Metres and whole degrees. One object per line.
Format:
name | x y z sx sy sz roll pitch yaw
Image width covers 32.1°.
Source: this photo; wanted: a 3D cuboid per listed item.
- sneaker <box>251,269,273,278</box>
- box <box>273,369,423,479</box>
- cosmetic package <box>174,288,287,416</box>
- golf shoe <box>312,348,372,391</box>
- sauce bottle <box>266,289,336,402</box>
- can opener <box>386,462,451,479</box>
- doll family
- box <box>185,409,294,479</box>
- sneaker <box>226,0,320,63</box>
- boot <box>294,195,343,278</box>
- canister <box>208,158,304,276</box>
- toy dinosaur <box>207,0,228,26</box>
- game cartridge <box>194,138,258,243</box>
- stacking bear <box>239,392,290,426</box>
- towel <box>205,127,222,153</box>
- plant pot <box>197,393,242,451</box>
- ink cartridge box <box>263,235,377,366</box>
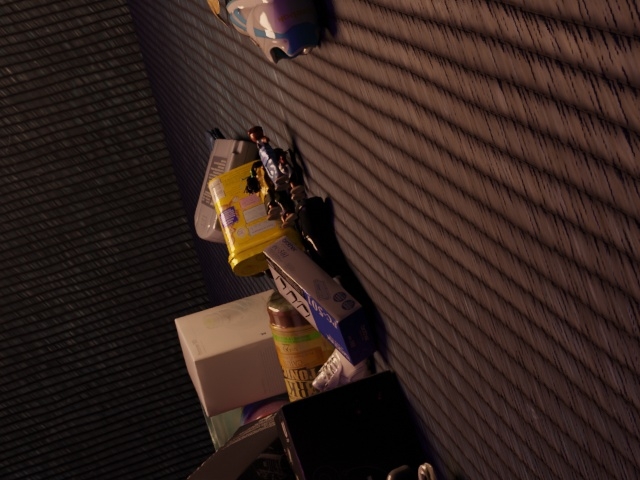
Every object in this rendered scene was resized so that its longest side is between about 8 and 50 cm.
sneaker | -0.111 0.036 2.114 0.228 0.086 0.132 91 157 -55
box | 0.056 0.336 1.535 0.143 0.165 0.270 112 139 -74
cosmetic package | -0.159 0.223 2.262 0.224 0.225 0.138 -134 29 -65
golf shoe | 0.030 0.200 1.667 0.069 0.086 0.176 -116 16 -46
sauce bottle | 0.002 0.240 1.808 0.111 0.111 0.344 -137 31 -69
can opener | 0.164 0.396 1.321 0.074 0.093 0.280 102 144 -66
doll family | -0.077 -0.104 1.753 0.193 0.076 0.111 114 140 -55
box | -0.048 0.464 1.665 0.343 0.179 0.312 61 -150 -5
sneaker | -0.059 -0.268 1.387 0.229 0.087 0.092 -151 43 -77
boot | 0.000 0.000 1.618 0.121 0.045 0.099 94 156 -69
canister | -0.111 -0.041 1.883 0.073 0.126 0.170 56 -166 -65
toy dinosaur | -0.183 -0.417 1.852 0.183 0.053 0.092 126 124 -76
game cartridge | -0.183 -0.095 2.116 0.297 0.062 0.198 -155 76 -76
stacking bear | -0.087 0.353 2.305 0.164 0.175 0.289 46 -168 -20
towel | -0.221 -0.199 2.428 0.119 0.029 0.067 -130 25 -61
plant pot | -0.184 0.422 2.761 0.293 0.196 0.293 163 90 -80
ink cartridge box | -0.002 0.084 1.602 0.207 0.046 0.097 42 159 44
